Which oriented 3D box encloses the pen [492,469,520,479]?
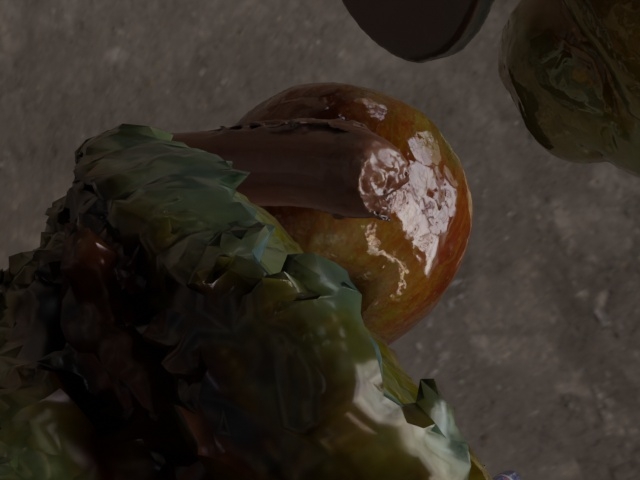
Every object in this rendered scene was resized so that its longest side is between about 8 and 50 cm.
[{"bbox_3d":[0.142,0.202,1.088,0.025,0.204,0.025,-1,86,15],"label":"pen"}]

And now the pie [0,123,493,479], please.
[{"bbox_3d":[-0.011,0.153,0.487,0.180,0.418,0.395,-31,92,-7],"label":"pie"}]

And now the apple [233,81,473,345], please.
[{"bbox_3d":[0.000,0.000,1.352,0.277,0.309,0.250,22,58,3],"label":"apple"}]

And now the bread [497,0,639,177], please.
[{"bbox_3d":[0.300,-0.201,1.079,0.341,0.210,0.300,-12,47,15],"label":"bread"}]

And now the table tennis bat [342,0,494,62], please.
[{"bbox_3d":[0.021,-0.167,0.390,0.022,0.131,0.234,-12,117,-21],"label":"table tennis bat"}]

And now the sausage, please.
[{"bbox_3d":[-0.072,-0.052,1.016,0.078,0.304,0.078,-1,91,-59],"label":"sausage"}]
